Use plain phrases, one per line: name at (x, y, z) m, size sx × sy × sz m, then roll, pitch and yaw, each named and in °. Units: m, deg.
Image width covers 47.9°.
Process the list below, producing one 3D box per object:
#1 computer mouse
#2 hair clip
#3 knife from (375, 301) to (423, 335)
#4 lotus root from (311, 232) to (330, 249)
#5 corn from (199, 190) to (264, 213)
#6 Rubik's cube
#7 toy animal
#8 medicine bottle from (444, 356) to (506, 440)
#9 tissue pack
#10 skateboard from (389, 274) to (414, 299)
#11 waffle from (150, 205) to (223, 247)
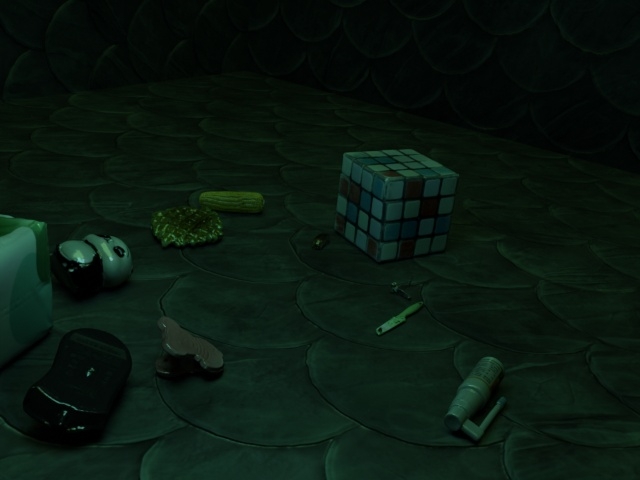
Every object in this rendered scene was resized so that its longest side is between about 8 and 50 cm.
computer mouse at (-0.436, 0.266, 1.312) m, size 0.147 × 0.088 × 0.264 m, roll 21°, pitch 23°, yaw -5°
hair clip at (-0.260, 0.217, 1.442) m, size 0.138 × 0.102 × 0.123 m, roll 0°, pitch 27°, yaw -13°
knife at (0.194, 0.186, 1.724) m, size 0.030 × 0.014 × 0.207 m, roll 22°, pitch 30°, yaw 34°
lotus root at (0.000, -0.002, 2.082) m, size 0.037 × 0.030 × 0.083 m, roll 13°, pitch 24°, yaw 20°
corn at (-0.275, -0.121, 2.244) m, size 0.203 × 0.072 × 0.072 m, roll 3°, pitch 24°, yaw -5°
Rubik's cube at (0.216, -0.110, 2.101) m, size 0.256 × 0.253 × 0.259 m, roll -7°, pitch 28°, yaw -28°
toy animal at (-0.544, 0.048, 1.716) m, size 0.179 × 0.138 × 0.166 m, roll -20°, pitch 51°, yaw -36°
medicine bottle at (0.313, 0.312, 1.416) m, size 0.092 × 0.061 × 0.220 m, roll 36°, pitch 34°, yaw 17°
tissue pack at (-0.679, 0.124, 1.356) m, size 0.193 × 0.266 × 0.356 m, roll 12°, pitch 25°, yaw 15°
skateboard at (0.227, 0.122, 1.861) m, size 0.064 × 0.032 × 0.083 m, roll 32°, pitch 36°, yaw 28°
waffle at (-0.379, -0.041, 2.057) m, size 0.207 × 0.054 × 0.214 m, roll -3°, pitch 31°, yaw -26°
